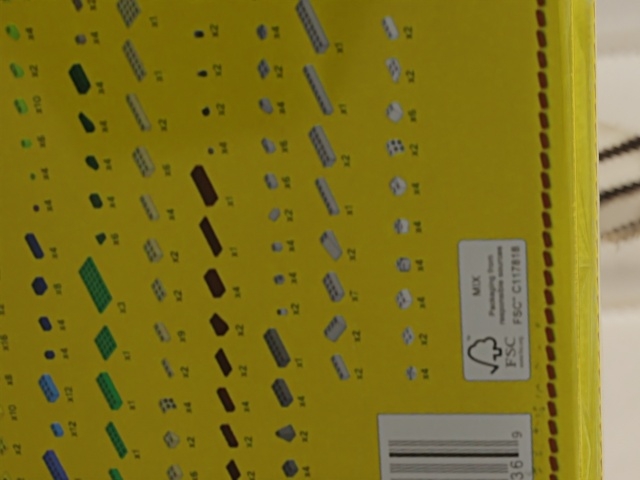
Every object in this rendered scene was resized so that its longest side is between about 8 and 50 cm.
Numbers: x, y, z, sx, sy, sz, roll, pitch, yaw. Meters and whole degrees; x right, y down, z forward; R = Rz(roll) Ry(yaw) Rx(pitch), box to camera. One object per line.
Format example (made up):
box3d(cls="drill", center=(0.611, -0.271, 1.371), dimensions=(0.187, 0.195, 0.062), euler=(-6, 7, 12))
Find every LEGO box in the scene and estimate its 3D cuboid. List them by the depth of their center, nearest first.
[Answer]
box3d(cls="LEGO box", center=(0.000, 0.000, 0.613), dimensions=(0.193, 0.372, 0.500), euler=(-1, -74, 9))
